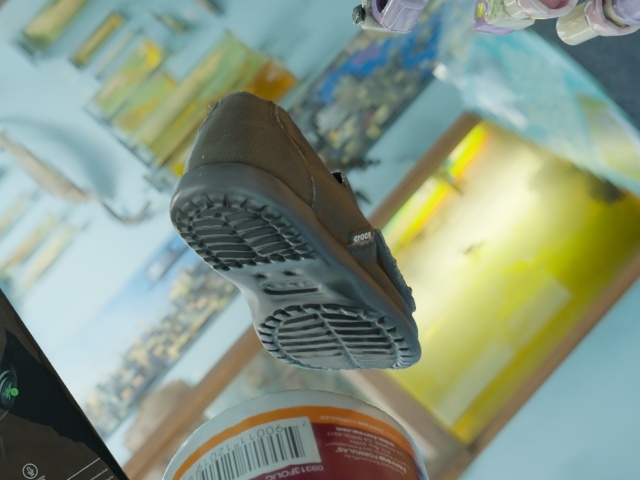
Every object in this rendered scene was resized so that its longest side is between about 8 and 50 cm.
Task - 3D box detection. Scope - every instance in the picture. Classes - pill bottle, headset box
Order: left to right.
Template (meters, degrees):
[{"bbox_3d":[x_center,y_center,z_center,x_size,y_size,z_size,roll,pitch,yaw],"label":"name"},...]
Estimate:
[{"bbox_3d":[-0.330,0.192,1.438,0.283,0.246,0.131,55,149,2],"label":"headset box"},{"bbox_3d":[0.009,0.308,1.230,0.224,0.224,0.392,43,-163,-31],"label":"pill bottle"}]

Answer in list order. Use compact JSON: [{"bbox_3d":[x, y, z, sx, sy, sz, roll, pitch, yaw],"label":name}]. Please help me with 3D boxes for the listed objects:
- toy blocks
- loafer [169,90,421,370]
[{"bbox_3d":[0.224,-0.369,1.842,0.309,0.288,0.260,3,174,-19],"label":"toy blocks"},{"bbox_3d":[0.000,0.000,1.377,0.134,0.130,0.366,-2,153,18],"label":"loafer"}]
